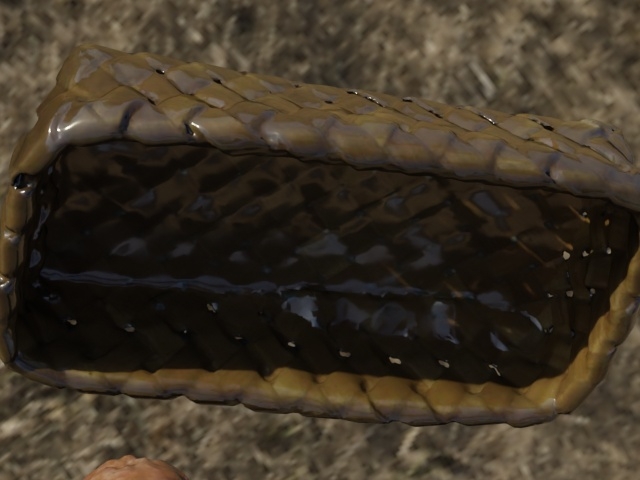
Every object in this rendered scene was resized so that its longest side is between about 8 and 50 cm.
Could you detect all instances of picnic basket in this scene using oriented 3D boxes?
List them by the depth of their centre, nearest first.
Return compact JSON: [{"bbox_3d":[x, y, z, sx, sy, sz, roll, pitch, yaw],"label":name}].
[{"bbox_3d":[0.000,0.000,0.526,0.193,0.110,0.055,6,39,-14],"label":"picnic basket"}]

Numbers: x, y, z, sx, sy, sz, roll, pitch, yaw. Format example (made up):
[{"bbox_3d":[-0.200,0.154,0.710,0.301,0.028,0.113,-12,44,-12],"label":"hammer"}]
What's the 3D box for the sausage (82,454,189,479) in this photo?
[{"bbox_3d":[-0.010,0.209,0.526,0.078,0.078,0.304,-12,68,-40],"label":"sausage"}]
